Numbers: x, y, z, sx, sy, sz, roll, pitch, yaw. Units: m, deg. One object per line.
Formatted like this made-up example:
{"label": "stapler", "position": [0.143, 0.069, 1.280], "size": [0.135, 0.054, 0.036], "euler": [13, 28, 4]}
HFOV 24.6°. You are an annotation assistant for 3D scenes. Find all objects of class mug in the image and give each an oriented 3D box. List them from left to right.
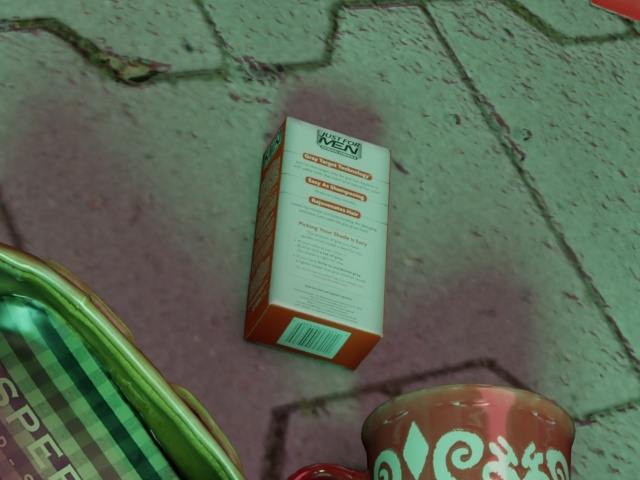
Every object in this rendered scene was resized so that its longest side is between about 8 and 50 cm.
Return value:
{"label": "mug", "position": [0.060, 0.176, 0.736], "size": [0.113, 0.150, 0.169], "euler": [43, 39, -45]}

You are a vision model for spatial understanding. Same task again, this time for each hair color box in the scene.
{"label": "hair color box", "position": [0.000, 0.000, 0.861], "size": [0.072, 0.043, 0.141], "euler": [17, 50, -15]}

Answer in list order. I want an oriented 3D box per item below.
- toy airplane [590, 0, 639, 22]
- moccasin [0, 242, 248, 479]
{"label": "toy airplane", "position": [0.284, -0.202, 1.174], "size": [0.151, 0.028, 0.151], "euler": [13, 51, -17]}
{"label": "moccasin", "position": [-0.045, 0.159, 0.604], "size": [0.139, 0.147, 0.380], "euler": [-27, 75, -29]}
